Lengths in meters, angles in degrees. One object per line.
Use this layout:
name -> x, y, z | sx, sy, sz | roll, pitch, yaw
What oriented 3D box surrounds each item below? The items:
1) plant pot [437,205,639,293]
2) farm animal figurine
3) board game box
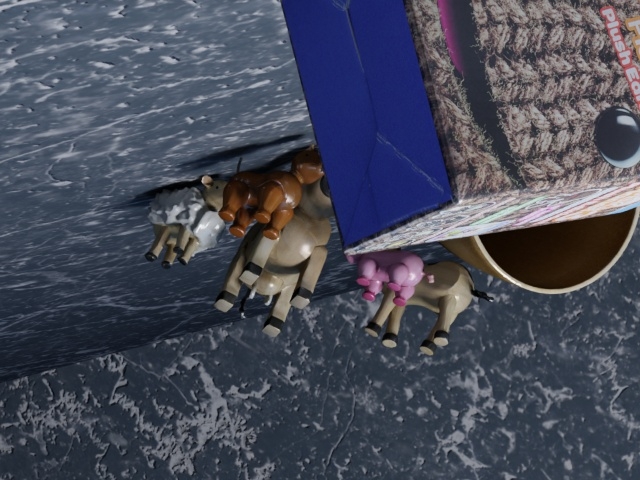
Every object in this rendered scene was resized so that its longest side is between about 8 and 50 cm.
plant pot -> 0.208, -0.062, 2.060 | 0.237, 0.237, 0.254 | -10, -174, -26
farm animal figurine -> 0.000, 0.000, 2.062 | 0.330, 0.172, 0.326 | 38, 146, -24
board game box -> 0.140, -0.133, 1.269 | 0.291, 0.232, 0.141 | -9, 171, -36
